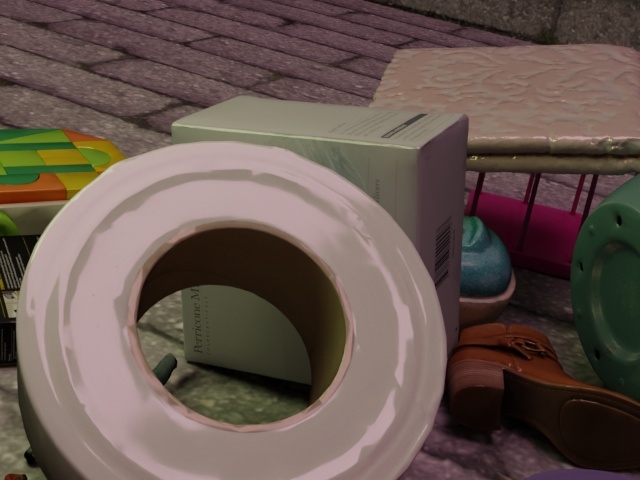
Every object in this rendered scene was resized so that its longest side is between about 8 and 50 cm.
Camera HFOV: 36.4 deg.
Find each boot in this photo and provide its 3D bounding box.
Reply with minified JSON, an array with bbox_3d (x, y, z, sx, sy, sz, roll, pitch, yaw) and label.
[{"bbox_3d":[0.212,0.129,0.890,0.197,0.073,0.152,15,19,6],"label":"boot"}]

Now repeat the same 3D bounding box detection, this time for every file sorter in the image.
[{"bbox_3d":[0.343,-0.069,1.254,0.291,0.182,0.202,14,23,9],"label":"file sorter"}]

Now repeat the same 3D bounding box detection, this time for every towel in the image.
[{"bbox_3d":[0.216,-0.155,1.118,0.317,0.053,0.332,1,28,14],"label":"towel"}]

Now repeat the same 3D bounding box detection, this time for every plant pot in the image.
[{"bbox_3d":[0.377,0.044,0.901,0.235,0.293,0.293,-5,26,-14],"label":"plant pot"}]

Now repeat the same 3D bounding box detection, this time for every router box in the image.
[{"bbox_3d":[-0.290,0.050,0.898,0.133,0.046,0.179,-2,25,-25],"label":"router box"}]

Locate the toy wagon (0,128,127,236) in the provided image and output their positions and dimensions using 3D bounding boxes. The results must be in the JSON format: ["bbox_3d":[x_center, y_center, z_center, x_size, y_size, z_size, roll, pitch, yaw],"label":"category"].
[{"bbox_3d":[-0.376,-0.060,1.089,0.344,0.068,0.267,-4,27,-30],"label":"toy wagon"}]

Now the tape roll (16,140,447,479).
[{"bbox_3d":[-0.062,0.075,0.667,0.286,0.100,0.286,8,60,-14],"label":"tape roll"}]

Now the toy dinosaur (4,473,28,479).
[{"bbox_3d":[-0.172,0.177,0.630,0.082,0.090,0.047,55,24,13],"label":"toy dinosaur"}]

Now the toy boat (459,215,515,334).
[{"bbox_3d":[0.080,-0.023,1.085,0.267,0.148,0.318,10,23,0],"label":"toy boat"}]

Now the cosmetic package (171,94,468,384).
[{"bbox_3d":[0.000,0.000,0.861,0.225,0.224,0.138,8,21,23],"label":"cosmetic package"}]

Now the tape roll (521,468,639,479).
[{"bbox_3d":[0.194,0.235,0.623,0.189,0.080,0.189,8,23,-3],"label":"tape roll"}]

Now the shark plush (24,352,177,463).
[{"bbox_3d":[-0.149,0.129,0.743,0.073,0.067,0.161,24,27,29],"label":"shark plush"}]
